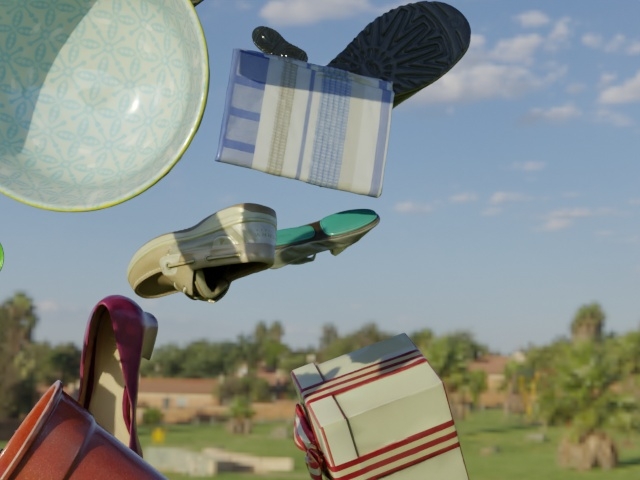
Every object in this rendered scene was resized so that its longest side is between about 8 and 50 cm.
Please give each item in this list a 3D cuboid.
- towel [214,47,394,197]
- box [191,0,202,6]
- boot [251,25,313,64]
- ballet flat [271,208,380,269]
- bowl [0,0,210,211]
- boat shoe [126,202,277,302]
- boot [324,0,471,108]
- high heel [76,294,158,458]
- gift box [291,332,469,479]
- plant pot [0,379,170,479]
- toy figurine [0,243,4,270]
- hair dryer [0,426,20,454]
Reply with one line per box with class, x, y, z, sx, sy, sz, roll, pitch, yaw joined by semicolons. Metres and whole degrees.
towel;-0.020;-0.190;1.975;0.285;0.209;0.034;11;-18;-15
box;-0.145;-0.451;1.712;0.060;0.216;0.270;26;-30;-31
boot;-0.069;-0.329;2.201;0.121;0.045;0.099;31;-11;8
ballet flat;0.000;0.000;2.085;0.213;0.068;0.072;-14;36;-4
bowl;-0.252;-0.171;1.317;0.289;0.290;0.156;1;-1;2
boat shoe;-0.178;0.040;1.795;0.302;0.098;0.109;-24;-28;38
boot;0.101;-0.261;2.285;0.367;0.146;0.445;-31;-9;-1
high heel;-0.346;0.271;1.878;0.127;0.377;0.181;5;-10;15
gift box;0.095;0.354;2.133;0.258;0.276;0.255;-18;17;-7
plant pot;-0.310;0.368;1.602;0.265;0.272;0.272;35;-14;-10
toy figurine;-0.499;0.052;1.546;0.159;0.173;0.130;2;-45;55
hair dryer;-0.545;0.416;2.222;0.293;0.224;0.080;21;22;12
